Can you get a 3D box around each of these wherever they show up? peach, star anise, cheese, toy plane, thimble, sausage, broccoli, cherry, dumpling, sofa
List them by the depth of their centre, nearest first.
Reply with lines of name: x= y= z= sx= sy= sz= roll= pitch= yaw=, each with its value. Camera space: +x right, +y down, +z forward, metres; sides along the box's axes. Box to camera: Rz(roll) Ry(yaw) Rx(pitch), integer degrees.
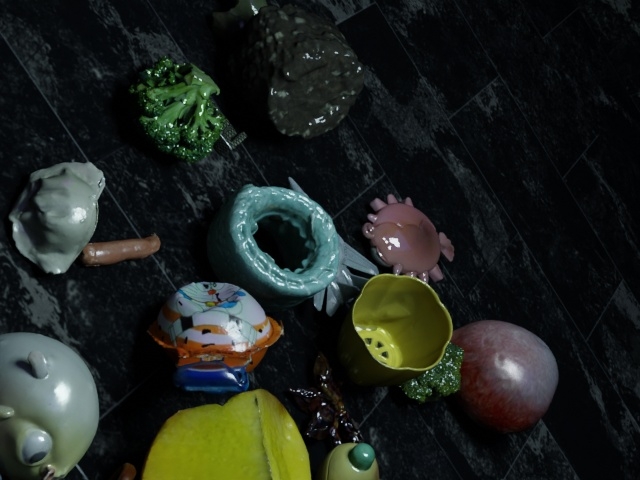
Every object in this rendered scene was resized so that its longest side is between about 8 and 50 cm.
peach: x=-0.115 y=0.437 z=1.422 sx=0.306 sy=0.243 sz=0.380 roll=58 pitch=11 yaw=-64
dumpling: x=-0.403 y=-0.043 z=1.482 sx=0.127 sy=0.108 sz=0.187 roll=17 pitch=74 yaw=-12
cheese: x=-0.164 y=0.157 z=1.513 sx=0.329 sy=0.217 sz=0.129 roll=-100 pitch=-168 yaw=-73
sausage: x=-0.320 y=0.014 z=1.576 sx=0.158 sy=0.036 sz=0.042 roll=-12 pitch=87 yaw=-48
broccoli: x=-0.244 y=-0.229 z=1.692 sx=0.195 sy=0.156 sz=0.195 roll=34 pitch=21 yaw=-15
thimble: x=-0.089 y=0.008 z=1.707 sx=0.235 sy=0.143 sz=0.198 roll=50 pitch=54 yaw=-6
star anise: x=0.006 y=0.305 z=1.746 sx=0.157 sy=0.053 sz=0.212 roll=-5 pitch=76 yaw=-47
sofa: x=-0.195 y=-0.221 z=1.815 sx=0.118 sy=0.039 sz=0.060 roll=53 pitch=42 yaw=-11
toy plane: x=-0.007 y=0.005 z=1.865 sx=0.212 sy=0.088 sz=0.267 roll=-28 pitch=83 yaw=-49
broccoli: x=0.208 y=0.254 z=1.925 sx=0.162 sy=0.146 sz=0.137 roll=-58 pitch=145 yaw=-57
cherry: x=0.371 y=0.268 z=2.015 sx=0.239 sy=0.206 sz=0.239 roll=8 pitch=77 yaw=-39

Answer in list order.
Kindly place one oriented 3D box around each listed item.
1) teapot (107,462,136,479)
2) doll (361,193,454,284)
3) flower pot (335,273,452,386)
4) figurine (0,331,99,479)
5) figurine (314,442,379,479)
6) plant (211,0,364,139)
teapot: x=-0.317 y=0.400 z=1.298 sx=0.178 sy=0.135 sz=0.252 roll=41 pitch=53 yaw=-10
doll: x=0.186 y=0.001 z=2.048 sx=0.262 sy=0.093 sz=0.211 roll=5 pitch=64 yaw=-43
flower pot: x=0.118 y=0.182 z=1.801 sx=0.195 sy=0.179 sz=0.195 roll=10 pitch=59 yaw=-17
figurine: x=-0.477 y=0.265 z=1.226 sx=0.275 sy=0.226 sz=0.394 roll=34 pitch=54 yaw=13
figurine: x=0.109 y=0.481 z=1.637 sx=0.324 sy=0.222 sz=0.124 roll=57 pitch=40 yaw=-6
plant: x=-0.075 y=-0.354 z=1.889 sx=0.215 sy=0.213 sz=0.312 roll=6 pitch=30 yaw=-44
